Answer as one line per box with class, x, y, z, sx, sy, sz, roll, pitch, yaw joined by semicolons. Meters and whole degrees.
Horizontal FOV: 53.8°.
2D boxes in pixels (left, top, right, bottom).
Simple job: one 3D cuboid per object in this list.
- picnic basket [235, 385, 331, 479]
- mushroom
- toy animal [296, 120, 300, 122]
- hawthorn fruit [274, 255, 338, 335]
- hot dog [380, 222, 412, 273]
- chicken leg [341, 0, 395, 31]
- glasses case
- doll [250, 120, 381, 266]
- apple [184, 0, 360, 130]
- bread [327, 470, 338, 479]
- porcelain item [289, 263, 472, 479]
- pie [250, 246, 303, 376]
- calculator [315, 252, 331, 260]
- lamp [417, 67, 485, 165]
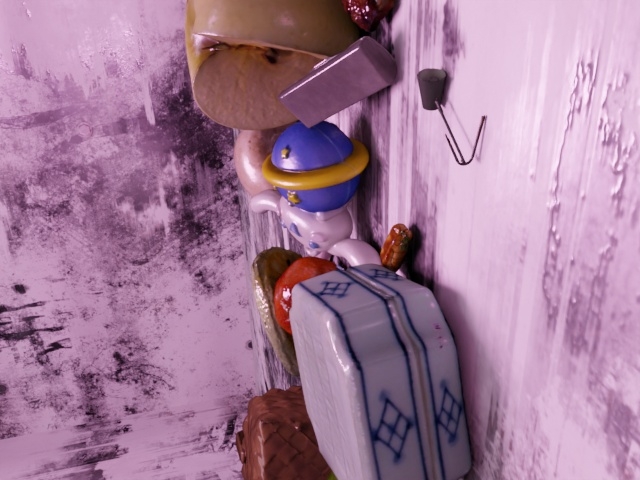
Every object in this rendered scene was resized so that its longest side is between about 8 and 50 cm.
picnic basket;-0.047;0.461;1.353;0.321;0.254;0.291;171;99;-78
mushroom;-0.063;-0.163;1.257;0.204;0.204;0.204;172;90;-78
toy animal;-0.067;-0.225;1.427;0.137;0.082;0.269;-111;14;-55
hawthorn fruit;-0.013;0.104;1.267;0.194;0.157;0.157;-75;-12;-55
hot dog;0.108;0.014;0.890;0.122;0.037;0.049;106;167;-66
chicken leg;0.063;-0.409;0.747;0.177;0.083;0.322;-133;34;-54
glasses case;0.020;-0.220;0.888;0.190;0.072;0.042;-16;44;51
doll;-0.018;-0.096;1.081;0.311;0.159;0.243;15;143;47
apple;-0.081;-0.335;1.002;0.295;0.257;0.233;129;133;-69
bread;0.090;0.539;0.965;0.366;0.129;0.382;170;97;-71
porcelain item;0.073;0.184;0.839;0.281;0.157;0.286;-154;52;-73
pie;-0.066;0.155;1.425;0.323;0.070;0.323;-17;-90;-75
calculator;0.000;0.000;1.368;0.175;0.032;0.100;105;154;-60
lamp;0.134;-0.135;0.681;0.121;0.041;0.054;-108;7;-48
